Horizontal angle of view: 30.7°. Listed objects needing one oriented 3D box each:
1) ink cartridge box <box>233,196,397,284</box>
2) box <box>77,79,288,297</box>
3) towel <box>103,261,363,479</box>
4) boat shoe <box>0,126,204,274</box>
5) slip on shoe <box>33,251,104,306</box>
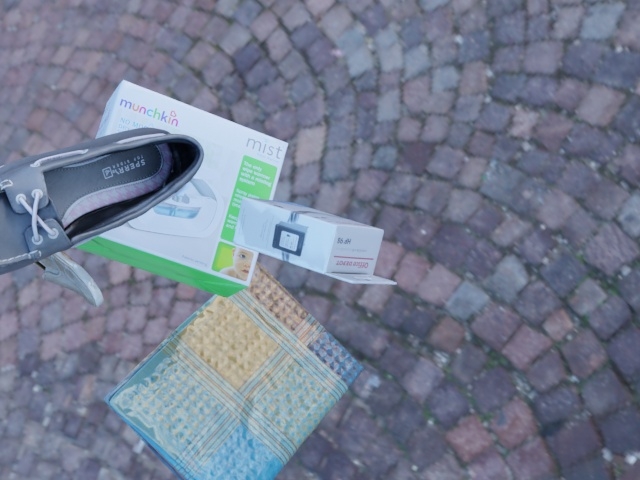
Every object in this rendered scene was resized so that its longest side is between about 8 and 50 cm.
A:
[{"bbox_3d":[0.000,0.000,1.374,0.180,0.104,0.060,17,97,34],"label":"ink cartridge box"},{"bbox_3d":[-0.209,-0.070,1.687,0.126,0.261,0.231,-25,47,67],"label":"box"},{"bbox_3d":[-0.126,0.229,1.829,0.370,0.271,0.040,-45,1,-38],"label":"towel"},{"bbox_3d":[-0.273,-0.055,1.312,0.095,0.335,0.112,-7,107,47],"label":"boat shoe"},{"bbox_3d":[-0.322,0.037,1.428,0.135,0.051,0.041,46,67,3],"label":"slip on shoe"}]
